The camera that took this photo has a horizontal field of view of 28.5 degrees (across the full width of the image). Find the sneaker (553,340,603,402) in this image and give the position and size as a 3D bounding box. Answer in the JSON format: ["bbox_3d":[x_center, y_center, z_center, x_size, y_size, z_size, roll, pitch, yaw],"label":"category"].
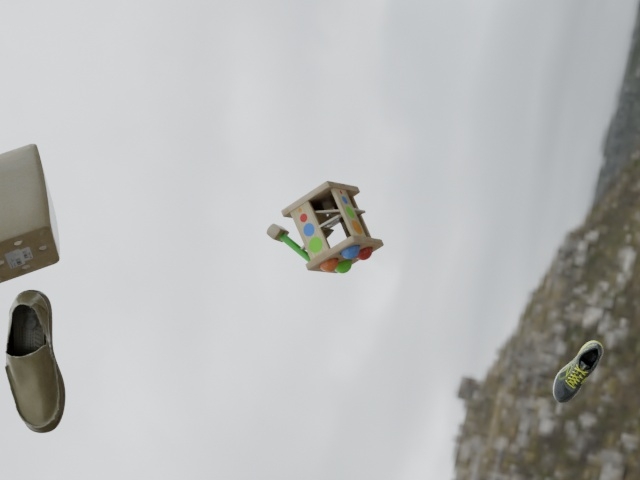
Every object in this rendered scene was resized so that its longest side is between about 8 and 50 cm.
[{"bbox_3d":[0.294,0.149,1.445,0.083,0.031,0.035,-57,-10,1],"label":"sneaker"}]

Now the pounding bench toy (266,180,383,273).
[{"bbox_3d":[0.000,0.000,1.067,0.052,0.083,0.065,7,-125,-58],"label":"pounding bench toy"}]

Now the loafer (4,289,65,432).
[{"bbox_3d":[-0.296,0.124,1.281,0.050,0.056,0.148,15,-115,-83],"label":"loafer"}]

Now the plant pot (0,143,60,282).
[{"bbox_3d":[-0.330,-0.020,1.337,0.109,0.109,0.096,92,153,-57],"label":"plant pot"}]
